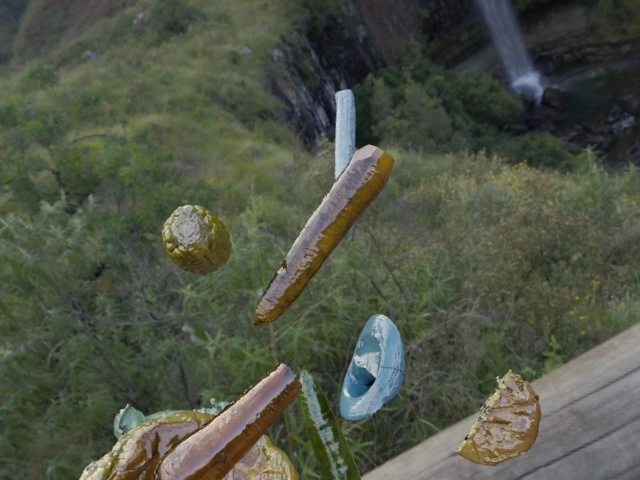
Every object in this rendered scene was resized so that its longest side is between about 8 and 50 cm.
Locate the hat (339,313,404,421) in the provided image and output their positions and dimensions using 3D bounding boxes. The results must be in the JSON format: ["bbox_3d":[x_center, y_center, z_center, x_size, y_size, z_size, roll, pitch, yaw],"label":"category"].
[{"bbox_3d":[0.102,0.231,0.908,0.138,0.078,0.191,-16,51,66],"label":"hat"}]

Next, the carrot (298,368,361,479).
[{"bbox_3d":[0.028,0.403,0.924,0.074,0.358,0.074,-18,-6,-2],"label":"carrot"}]

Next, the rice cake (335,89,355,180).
[{"bbox_3d":[0.046,-0.193,0.967,0.033,0.033,0.207,-11,66,30],"label":"rice cake"}]

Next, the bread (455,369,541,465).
[{"bbox_3d":[0.478,0.478,1.347,0.147,0.160,0.260,32,89,20],"label":"bread"}]

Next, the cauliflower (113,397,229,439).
[{"bbox_3d":[-0.327,0.493,1.183,0.327,0.281,0.260,-51,-12,-47],"label":"cauliflower"}]

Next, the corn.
[{"bbox_3d":[-0.221,0.003,0.942,0.119,0.119,0.322,-36,2,-11],"label":"corn"}]

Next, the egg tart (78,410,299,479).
[{"bbox_3d":[-0.197,0.416,0.798,0.352,0.150,0.352,15,21,-6],"label":"egg tart"}]

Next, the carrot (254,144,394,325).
[{"bbox_3d":[0.000,0.000,0.759,0.314,0.066,0.066,-55,28,0],"label":"carrot"}]

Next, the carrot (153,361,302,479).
[{"bbox_3d":[-0.085,0.183,0.496,0.161,0.055,0.055,-39,27,-11],"label":"carrot"}]
